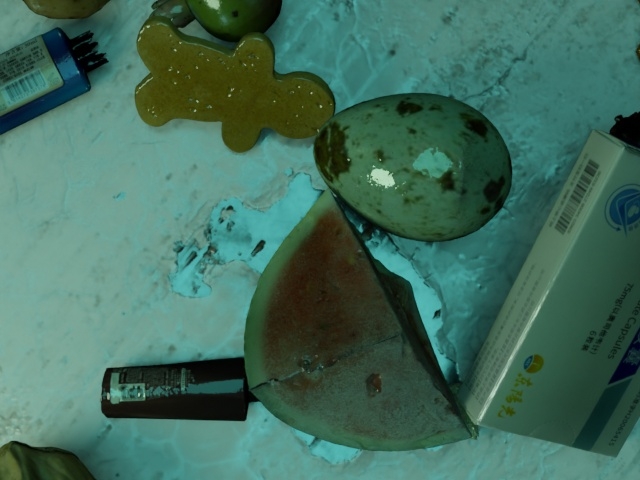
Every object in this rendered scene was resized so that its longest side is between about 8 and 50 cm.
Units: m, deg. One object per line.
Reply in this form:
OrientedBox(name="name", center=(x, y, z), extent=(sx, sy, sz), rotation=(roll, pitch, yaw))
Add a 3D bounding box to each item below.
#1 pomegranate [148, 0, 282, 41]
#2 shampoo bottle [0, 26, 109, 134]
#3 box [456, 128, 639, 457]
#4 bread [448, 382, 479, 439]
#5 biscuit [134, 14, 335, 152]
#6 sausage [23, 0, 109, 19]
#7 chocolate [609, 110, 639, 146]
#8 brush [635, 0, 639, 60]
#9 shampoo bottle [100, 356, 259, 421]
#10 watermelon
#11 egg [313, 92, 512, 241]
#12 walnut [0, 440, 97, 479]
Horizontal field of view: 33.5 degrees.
OrientedBox(name="pomegranate", center=(-0.116, -0.285, 1.256), extent=(0.159, 0.129, 0.129), rotation=(-37, 87, 40))
OrientedBox(name="shampoo bottle", center=(-0.344, -0.193, 1.273), extent=(0.183, 0.050, 0.087), rotation=(-27, 85, -2))
OrientedBox(name="box", center=(0.314, 0.067, 1.173), extent=(0.200, 0.065, 0.343), rotation=(17, 108, -22))
OrientedBox(name="bread", center=(0.144, 0.206, 1.264), extent=(0.083, 0.035, 0.070), rotation=(-6, 85, 1))
OrientedBox(name="biscuit", center=(-0.100, -0.179, 1.246), extent=(0.240, 0.035, 0.158), rotation=(13, 129, -6))
OrientedBox(name="sausage", center=(-0.397, -0.478, 1.258), extent=(0.136, 0.123, 0.501), rotation=(-35, 87, 26))
OrientedBox(name="chocolate", center=(0.368, -0.090, 1.214), extent=(0.156, 0.133, 0.156), rotation=(-8, 74, 31))
OrientedBox(name="brush", center=(0.402, -0.317, 1.313), extent=(0.090, 0.017, 0.314), rotation=(-22, 86, -2))
OrientedBox(name="shampoo bottle", center=(-0.134, 0.173, 1.247), extent=(0.236, 0.067, 0.068), rotation=(-1, 99, -2))
OrientedBox(name="watermelon", center=(0.038, 0.098, 1.202), extent=(0.256, 0.176, 0.260), rotation=(5, 48, -28))
OrientedBox(name="egg", center=(0.104, -0.086, 1.216), extent=(0.231, 0.169, 0.169), rotation=(12, 86, 9))
OrientedBox(name="walnut", center=(-0.318, 0.341, 1.171), extent=(0.198, 0.198, 0.245), rotation=(-11, 90, -2))
